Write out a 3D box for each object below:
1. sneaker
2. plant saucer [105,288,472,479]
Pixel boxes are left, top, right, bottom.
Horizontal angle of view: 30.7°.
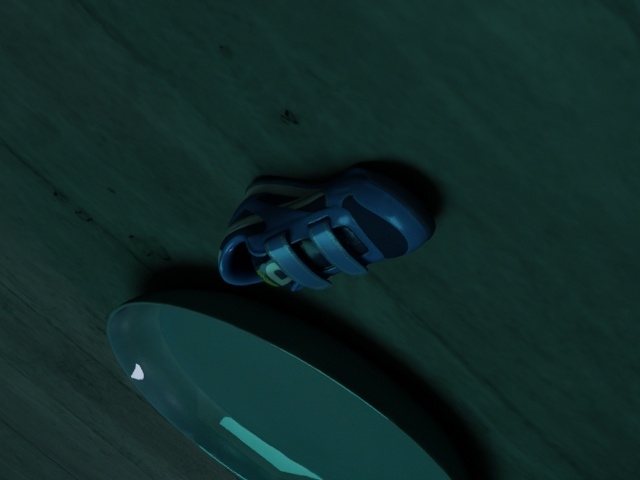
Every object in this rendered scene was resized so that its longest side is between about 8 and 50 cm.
[{"bbox_3d":[0.000,0.000,0.608,0.144,0.059,0.053,-6,131,51],"label":"sneaker"},{"bbox_3d":[-0.017,0.133,0.869,0.317,0.044,0.318,25,152,15],"label":"plant saucer"}]
